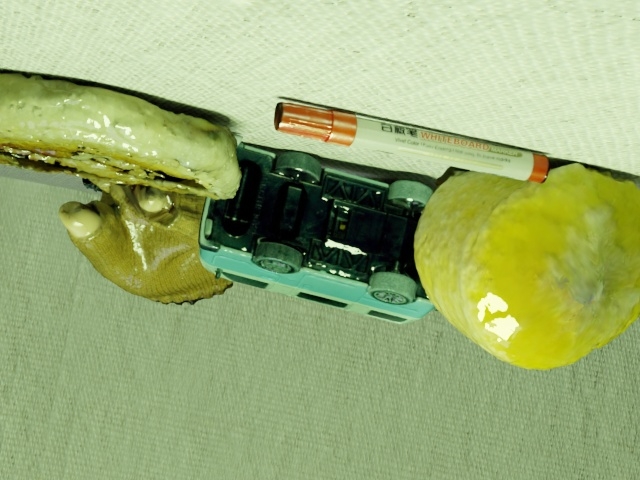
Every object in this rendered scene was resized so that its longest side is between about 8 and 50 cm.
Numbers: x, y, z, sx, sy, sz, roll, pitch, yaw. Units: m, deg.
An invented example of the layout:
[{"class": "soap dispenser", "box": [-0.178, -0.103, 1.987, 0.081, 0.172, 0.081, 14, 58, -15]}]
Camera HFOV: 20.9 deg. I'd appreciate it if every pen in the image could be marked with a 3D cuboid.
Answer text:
[{"class": "pen", "box": [0.076, -0.079, 1.407, 0.239, 0.028, 0.028, 10, 178, -19]}]

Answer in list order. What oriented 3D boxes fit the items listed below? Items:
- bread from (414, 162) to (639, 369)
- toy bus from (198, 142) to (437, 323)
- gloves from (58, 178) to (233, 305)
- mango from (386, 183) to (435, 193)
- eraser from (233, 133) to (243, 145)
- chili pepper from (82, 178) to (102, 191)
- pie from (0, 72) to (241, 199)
[{"class": "bread", "box": [0.192, 0.014, 1.536, 0.197, 0.197, 0.170, 11, -170, -33]}, {"class": "toy bus", "box": [0.000, 0.000, 1.878, 0.271, 0.133, 0.165, 15, 161, -8]}, {"class": "gloves", "box": [-0.202, -0.029, 2.151, 0.203, 0.155, 0.356, -9, 161, 4]}, {"class": "mango", "box": [0.091, -0.031, 2.012, 0.103, 0.076, 0.161, 11, 169, -14]}, {"class": "eraser", "box": [-0.116, -0.102, 1.771, 0.027, 0.019, 0.099, 11, 178, -36]}, {"class": "chili pepper", "box": [-0.199, -0.083, 2.276, 0.227, 0.059, 0.088, 6, -176, -29]}, {"class": "pie", "box": [-0.226, -0.097, 1.651, 0.339, 0.077, 0.339, 10, 178, 0]}]
